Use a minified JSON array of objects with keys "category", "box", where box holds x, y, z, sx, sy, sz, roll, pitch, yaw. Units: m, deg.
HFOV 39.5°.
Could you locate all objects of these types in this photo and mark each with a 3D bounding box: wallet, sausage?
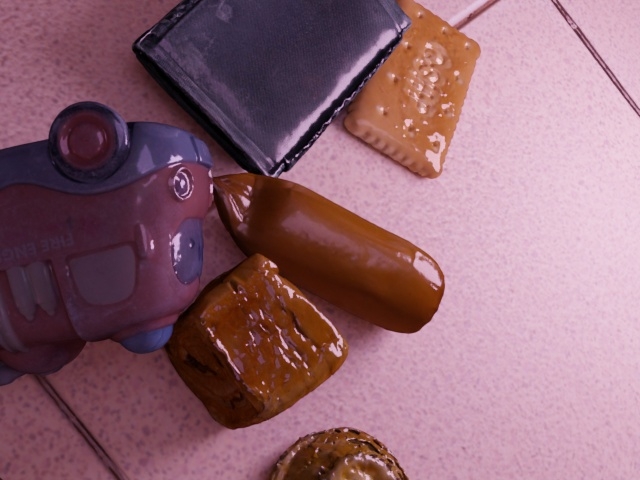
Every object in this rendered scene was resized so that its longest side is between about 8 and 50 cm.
[{"category":"wallet","box":[-0.052,-0.254,1.139,0.237,0.075,0.342,43,61,-9]},{"category":"sausage","box":[-0.003,0.005,1.057,0.328,0.112,0.112,28,63,-16]}]

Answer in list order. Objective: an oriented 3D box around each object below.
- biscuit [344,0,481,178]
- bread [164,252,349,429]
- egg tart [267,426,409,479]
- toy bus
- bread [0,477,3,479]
[{"category":"biscuit","box":[0.135,-0.219,1.247,0.160,0.030,0.249,30,62,-15]},{"category":"bread","box":[-0.075,0.109,0.969,0.143,0.149,0.158,-44,101,-29]},{"category":"egg tart","box":[0.031,0.297,0.997,0.191,0.074,0.191,10,66,-25]},{"category":"toy bus","box":[-0.238,0.007,0.860,0.294,0.197,0.231,-13,88,3]},{"category":"bread","box":[-0.320,0.257,0.833,0.077,0.070,0.083,-35,93,-30]}]
